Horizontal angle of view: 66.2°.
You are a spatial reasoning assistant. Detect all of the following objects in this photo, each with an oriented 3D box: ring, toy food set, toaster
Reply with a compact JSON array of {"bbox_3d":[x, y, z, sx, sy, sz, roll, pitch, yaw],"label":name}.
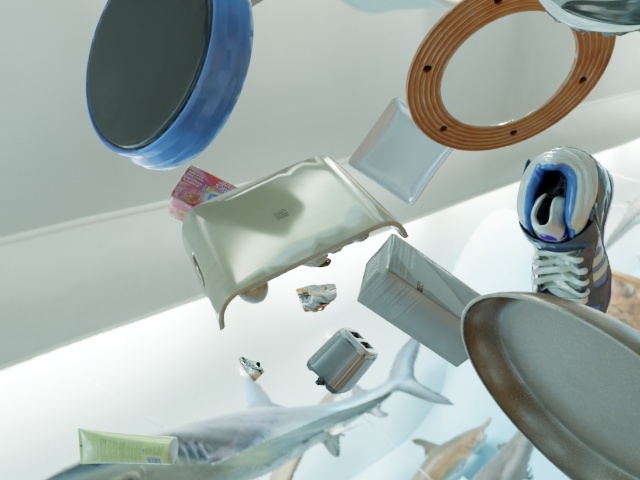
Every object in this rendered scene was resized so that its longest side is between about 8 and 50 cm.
[{"bbox_3d":[0.308,-0.282,0.820,0.337,0.032,0.336,-4,-37,-3],"label":"ring"},{"bbox_3d":[-0.051,-0.008,0.768,0.306,0.219,0.092,-25,-46,-12],"label":"toy food set"},{"bbox_3d":[0.061,0.321,1.329,0.146,0.129,0.227,-49,-23,3],"label":"toaster"}]

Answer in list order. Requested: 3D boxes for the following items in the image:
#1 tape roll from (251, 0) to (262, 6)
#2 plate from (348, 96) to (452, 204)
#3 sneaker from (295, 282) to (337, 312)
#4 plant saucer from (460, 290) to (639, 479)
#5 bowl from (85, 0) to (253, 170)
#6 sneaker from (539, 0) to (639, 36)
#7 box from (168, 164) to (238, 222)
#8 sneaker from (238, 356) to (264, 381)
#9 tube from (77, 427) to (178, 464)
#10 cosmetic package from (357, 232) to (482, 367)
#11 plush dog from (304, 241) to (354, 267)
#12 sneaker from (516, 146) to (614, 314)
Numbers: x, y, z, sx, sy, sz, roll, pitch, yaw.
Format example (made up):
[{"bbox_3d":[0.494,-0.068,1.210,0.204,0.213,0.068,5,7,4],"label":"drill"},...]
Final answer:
[{"bbox_3d":[-0.276,-0.682,1.141,0.392,0.392,0.072,-40,-14,-21],"label":"tape roll"},{"bbox_3d":[0.272,-0.291,1.606,0.278,0.277,0.045,-55,-23,5],"label":"plate"},{"bbox_3d":[-0.005,0.176,1.474,0.084,0.215,0.083,-11,-91,-23],"label":"sneaker"},{"bbox_3d":[0.279,0.168,0.506,0.050,0.311,0.310,-37,-52,-18],"label":"plant saucer"},{"bbox_3d":[-0.285,-0.324,0.868,0.077,0.391,0.390,10,-79,-54],"label":"bowl"},{"bbox_3d":[0.186,-0.264,0.375,0.100,0.271,0.108,-36,-27,21],"label":"sneaker"},{"bbox_3d":[-0.289,-0.087,1.402,0.257,0.128,0.122,27,-120,-7],"label":"box"},{"bbox_3d":[-0.153,0.283,1.103,0.037,0.083,0.031,-36,-53,-18],"label":"sneaker"},{"bbox_3d":[-0.465,0.496,1.177,0.062,0.240,0.070,81,-170,-56],"label":"tube"},{"bbox_3d":[0.195,0.111,0.910,0.238,0.127,0.107,31,-56,-8],"label":"cosmetic package"},{"bbox_3d":[0.000,0.000,1.686,0.262,0.210,0.225,37,-73,-25],"label":"plush dog"},{"bbox_3d":[0.364,0.017,0.765,0.236,0.130,0.322,0,-83,-46],"label":"sneaker"}]
